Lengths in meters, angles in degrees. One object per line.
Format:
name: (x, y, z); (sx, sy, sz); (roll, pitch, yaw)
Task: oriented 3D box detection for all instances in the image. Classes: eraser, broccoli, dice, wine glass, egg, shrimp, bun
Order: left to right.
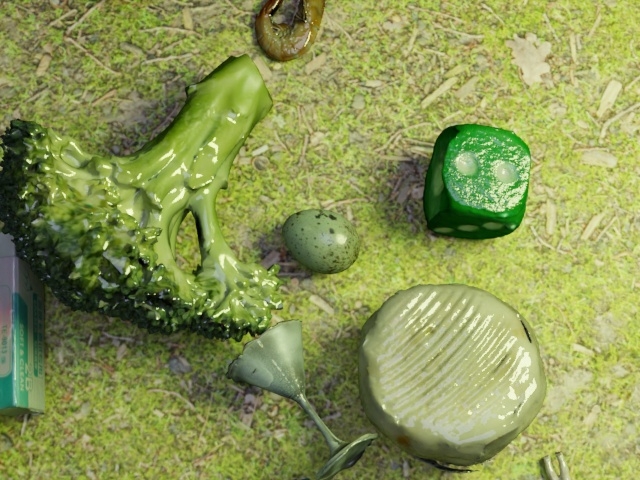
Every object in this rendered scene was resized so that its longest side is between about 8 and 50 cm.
eraser: (-0.393, 0.109, 1.012); (0.052, 0.095, 0.225); (-7, 74, 2)
broccoli: (-0.232, -0.084, 1.010); (0.353, 0.275, 0.396); (16, 77, -44)
shrimp: (-0.042, -0.342, 1.186); (0.095, 0.045, 0.162); (14, 79, 23)
wine glass: (-0.018, 0.199, 0.977); (0.122, 0.122, 0.183); (-37, 69, -11)
egg: (0.000, 0.000, 1.065); (0.110, 0.085, 0.085); (18, 75, 11)
bun: (0.162, 0.172, 0.997); (0.239, 0.141, 0.239); (-2, 67, 5)
dice: (0.210, -0.077, 1.072); (0.120, 0.128, 0.130); (8, 73, -2)

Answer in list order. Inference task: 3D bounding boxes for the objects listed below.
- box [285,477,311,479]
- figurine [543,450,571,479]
box: (-0.034, 0.385, 0.932); (0.073, 0.139, 0.194); (-5, 75, -4)
figurine: (0.313, 0.328, 1.014); (0.064, 0.047, 0.109); (-23, 68, 21)
